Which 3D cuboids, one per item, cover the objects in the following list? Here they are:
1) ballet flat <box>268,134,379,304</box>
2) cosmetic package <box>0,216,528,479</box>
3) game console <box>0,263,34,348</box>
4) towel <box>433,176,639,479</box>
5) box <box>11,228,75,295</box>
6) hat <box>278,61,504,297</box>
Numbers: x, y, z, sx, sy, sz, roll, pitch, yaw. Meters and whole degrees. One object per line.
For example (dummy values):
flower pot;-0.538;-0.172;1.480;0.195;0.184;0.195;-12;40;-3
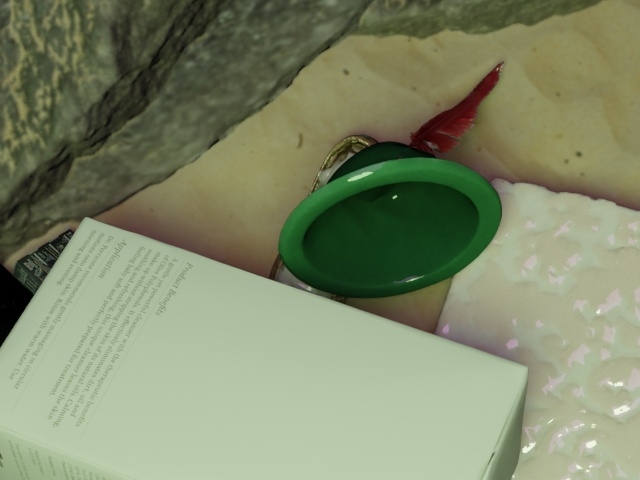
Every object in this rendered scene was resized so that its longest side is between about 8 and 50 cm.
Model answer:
ballet flat;0.000;0.000;1.298;0.073;0.067;0.206;16;76;13
cosmetic package;-0.050;0.145;1.144;0.365;0.155;0.197;20;57;15
game console;-0.418;0.088;1.237;0.213;0.044;0.361;39;51;19
towel;0.240;0.127;1.222;0.332;0.053;0.317;14;76;22
box;-0.207;0.035;1.312;0.083;0.018;0.067;40;45;13
hat;0.047;-0.072;1.261;0.173;0.208;0.183;-34;51;27
